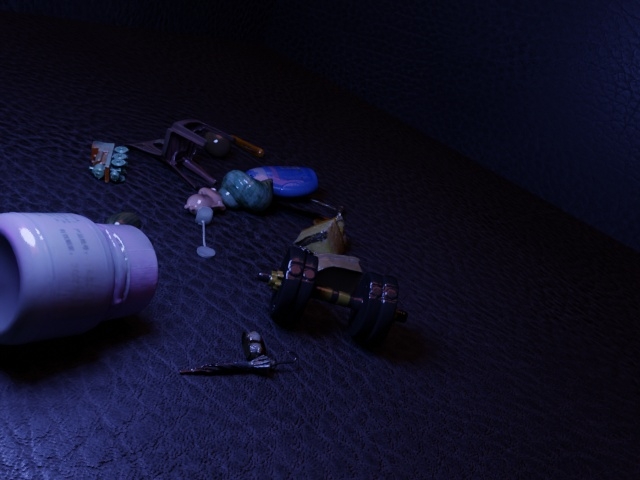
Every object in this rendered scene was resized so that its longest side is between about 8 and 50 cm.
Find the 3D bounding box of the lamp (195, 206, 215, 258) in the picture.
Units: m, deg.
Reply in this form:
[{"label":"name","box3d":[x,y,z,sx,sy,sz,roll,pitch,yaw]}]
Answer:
[{"label":"lamp","box3d":[-0.320,-0.021,1.780,0.050,0.056,0.198,13,29,-23]}]

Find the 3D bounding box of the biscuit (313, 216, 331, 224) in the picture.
[{"label":"biscuit","box3d":[0.018,-0.052,2.138,0.078,0.015,0.091,36,29,26]}]

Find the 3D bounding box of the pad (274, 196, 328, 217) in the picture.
[{"label":"pad","box3d":[-0.075,-0.115,2.126,0.193,0.004,0.116,21,1,-20]}]

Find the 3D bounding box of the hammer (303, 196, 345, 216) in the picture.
[{"label":"hammer","box3d":[-0.053,-0.153,2.276,0.292,0.029,0.058,22,23,6]}]

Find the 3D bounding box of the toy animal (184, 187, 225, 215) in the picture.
[{"label":"toy animal","box3d":[-0.350,-0.115,1.917,0.083,0.089,0.150,58,29,4]}]

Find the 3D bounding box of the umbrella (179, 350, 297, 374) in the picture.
[{"label":"umbrella","box3d":[-0.164,0.270,1.347,0.269,0.044,0.044,-4,72,-31]}]

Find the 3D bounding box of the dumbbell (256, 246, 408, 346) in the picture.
[{"label":"dumbbell","box3d":[0.032,0.139,1.575,0.389,0.185,0.185,17,26,-10]}]

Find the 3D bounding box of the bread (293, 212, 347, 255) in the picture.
[{"label":"bread","box3d":[0.000,0.000,1.970,0.152,0.127,0.147,-7,19,21]}]

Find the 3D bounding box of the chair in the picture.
[{"label":"chair","box3d":[-0.473,-0.323,2.104,0.327,0.183,0.176,31,26,17]}]

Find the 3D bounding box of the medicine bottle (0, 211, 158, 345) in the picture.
[{"label":"medicine bottle","box3d":[-0.496,0.067,1.243,0.241,0.241,0.302,36,20,28]}]

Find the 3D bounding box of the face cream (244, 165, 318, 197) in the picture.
[{"label":"face cream","box3d":[-0.143,-0.205,2.214,0.264,0.083,0.149,-2,40,-26]}]

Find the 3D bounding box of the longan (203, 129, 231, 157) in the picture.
[{"label":"longan","box3d":[-0.376,-0.350,2.342,0.106,0.106,0.119,37,-12,30]}]

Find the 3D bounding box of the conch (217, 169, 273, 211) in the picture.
[{"label":"conch","box3d":[-0.236,-0.153,2.023,0.188,0.121,0.176,11,0,-22]}]

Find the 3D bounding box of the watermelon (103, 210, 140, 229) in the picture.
[{"label":"watermelon","box3d":[-0.506,-0.036,1.632,0.078,0.078,0.111,28,26,13]}]

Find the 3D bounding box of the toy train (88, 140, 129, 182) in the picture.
[{"label":"toy train","box3d":[-0.645,-0.236,1.936,0.119,0.074,0.175,4,33,-12]}]

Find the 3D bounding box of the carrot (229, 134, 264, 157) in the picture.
[{"label":"carrot","box3d":[-0.298,-0.377,2.514,0.190,0.037,0.037,31,27,23]}]

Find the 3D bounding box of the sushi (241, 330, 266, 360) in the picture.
[{"label":"sushi","box3d":[-0.145,0.230,1.419,0.046,0.044,0.083,9,30,-23]}]

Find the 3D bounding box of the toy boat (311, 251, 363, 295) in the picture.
[{"label":"toy boat","box3d":[0.021,0.095,1.734,0.188,0.116,0.061,7,35,-29]}]
